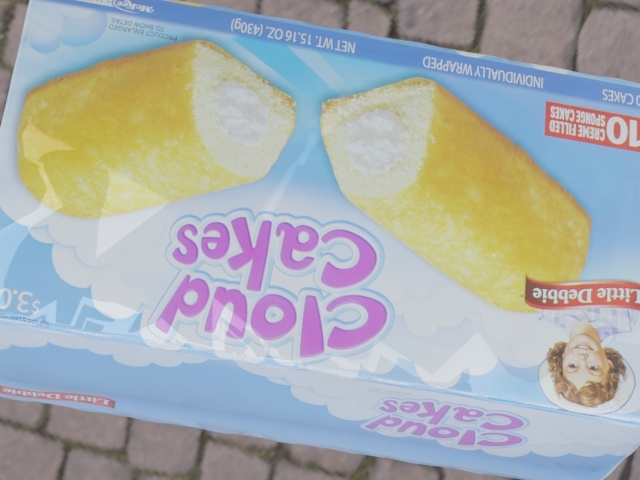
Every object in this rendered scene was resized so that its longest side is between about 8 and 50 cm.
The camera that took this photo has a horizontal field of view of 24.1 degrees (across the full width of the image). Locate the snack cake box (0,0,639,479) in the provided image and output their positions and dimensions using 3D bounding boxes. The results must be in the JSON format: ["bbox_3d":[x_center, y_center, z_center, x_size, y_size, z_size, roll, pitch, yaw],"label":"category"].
[{"bbox_3d":[0.000,0.000,0.611,0.264,0.152,0.089,9,153,-6],"label":"snack cake box"}]
